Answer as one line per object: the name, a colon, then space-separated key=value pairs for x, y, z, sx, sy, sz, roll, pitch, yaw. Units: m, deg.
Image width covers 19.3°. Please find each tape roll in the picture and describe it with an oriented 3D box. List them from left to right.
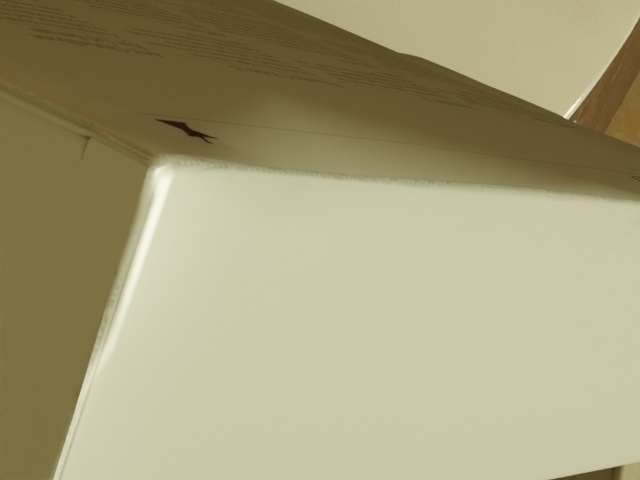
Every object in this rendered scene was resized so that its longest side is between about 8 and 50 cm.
tape roll: x=0.032 y=-0.117 z=0.959 sx=0.246 sy=0.169 sz=0.246 roll=-48 pitch=-170 yaw=12

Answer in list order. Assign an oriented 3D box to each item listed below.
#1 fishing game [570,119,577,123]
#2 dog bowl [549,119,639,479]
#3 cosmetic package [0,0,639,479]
fishing game: x=0.130 y=0.000 z=1.162 sx=0.264 sy=0.041 sz=0.189 roll=35 pitch=60 yaw=-33
dog bowl: x=0.038 y=0.081 z=1.185 sx=0.150 sy=0.408 sz=0.408 roll=-16 pitch=-153 yaw=45
cosmetic package: x=-0.049 y=-0.023 z=0.568 sx=0.377 sy=0.284 sz=0.097 roll=2 pitch=107 yaw=-57
